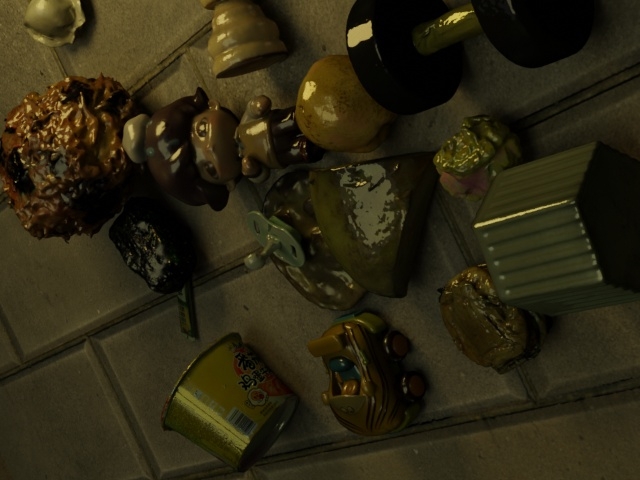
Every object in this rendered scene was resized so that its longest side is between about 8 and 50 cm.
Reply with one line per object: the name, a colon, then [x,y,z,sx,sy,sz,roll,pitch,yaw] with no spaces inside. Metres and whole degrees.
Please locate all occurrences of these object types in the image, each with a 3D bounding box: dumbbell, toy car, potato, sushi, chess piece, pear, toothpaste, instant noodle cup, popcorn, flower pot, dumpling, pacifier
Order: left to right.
dumpling: [-0.583,-0.501,2.243,0.127,0.108,0.188,42,124,-13]
sushi: [-0.367,0.006,2.234,0.225,0.124,0.127,50,118,22]
toothpaste: [-0.313,0.141,2.331,0.049,0.031,0.204,21,124,38]
chess piece: [-0.160,-0.438,1.843,0.142,0.142,0.261,-16,90,47]
instant noodle cup: [-0.183,0.354,2.161,0.200,0.264,0.264,35,131,16]
pacifier: [-0.099,0.016,1.924,0.150,0.116,0.127,35,155,20]
pear: [0.047,-0.228,1.715,0.178,0.178,0.178,21,123,37]
toy car: [0.075,0.266,1.923,0.200,0.142,0.248,-25,89,49]
potato: [0.098,-0.013,1.753,0.269,0.112,0.255,-5,100,38]
dumbbell: [0.211,-0.319,1.465,0.322,0.203,0.204,-15,98,47]
popcorn: [0.250,-0.128,1.580,0.125,0.126,0.145,39,138,16]
flower pot: [0.365,-0.012,1.454,0.189,0.239,0.209,-18,63,49]

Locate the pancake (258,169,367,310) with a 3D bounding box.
pancake: [0.000,0.000,1.941,0.294,0.049,0.294,19,121,34]

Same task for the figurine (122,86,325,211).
figurine: [-0.179,-0.171,1.920,0.365,0.206,0.218,3,125,42]

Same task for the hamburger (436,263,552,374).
hamburger: [0.293,0.125,1.675,0.183,0.130,0.206,59,156,7]

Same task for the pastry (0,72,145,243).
pastry: [-0.547,-0.170,2.193,0.405,0.292,0.337,-11,80,49]
